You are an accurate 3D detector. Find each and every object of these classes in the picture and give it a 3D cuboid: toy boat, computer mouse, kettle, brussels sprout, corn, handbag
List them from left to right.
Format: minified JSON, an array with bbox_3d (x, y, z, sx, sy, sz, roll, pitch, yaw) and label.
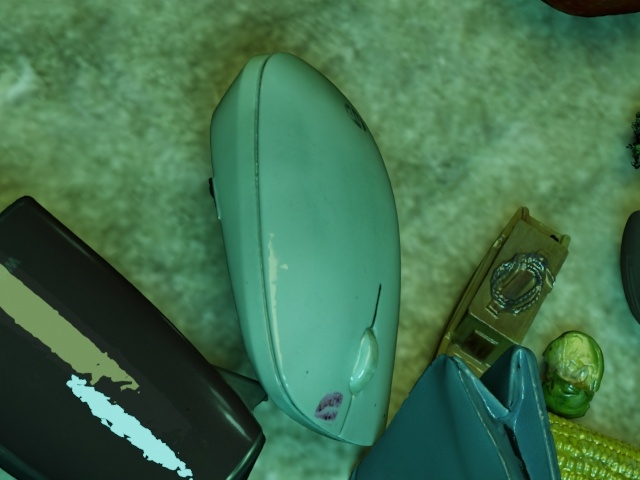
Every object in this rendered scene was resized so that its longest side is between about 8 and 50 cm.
[{"bbox_3d":[-0.159,0.114,1.116,0.232,0.144,0.202,39,67,0],"label":"kettle"},{"bbox_3d":[0.005,-0.003,1.210,0.097,0.159,0.288,-25,58,21],"label":"computer mouse"},{"bbox_3d":[0.092,0.169,1.111,0.057,0.221,0.144,-8,64,-22],"label":"handbag"},{"bbox_3d":[0.128,0.055,1.265,0.057,0.077,0.200,32,59,1],"label":"toy boat"},{"bbox_3d":[0.180,0.102,1.265,0.046,0.051,0.083,-6,26,23],"label":"brussels sprout"},{"bbox_3d":[0.211,0.176,1.231,0.203,0.072,0.072,22,59,-6],"label":"corn"}]

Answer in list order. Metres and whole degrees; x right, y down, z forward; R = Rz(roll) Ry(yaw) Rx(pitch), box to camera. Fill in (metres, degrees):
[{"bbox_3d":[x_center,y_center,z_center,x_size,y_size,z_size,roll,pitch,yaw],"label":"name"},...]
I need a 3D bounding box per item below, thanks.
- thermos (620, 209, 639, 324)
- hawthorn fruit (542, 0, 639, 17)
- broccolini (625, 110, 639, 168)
[{"bbox_3d":[0.363,0.026,1.325,0.265,0.146,0.176,-6,91,-11],"label":"thermos"},{"bbox_3d":[0.253,-0.277,1.427,0.251,0.189,0.190,3,62,-30],"label":"hawthorn fruit"},{"bbox_3d":[0.379,-0.110,1.363,0.271,0.062,0.123,-8,33,25],"label":"broccolini"}]
